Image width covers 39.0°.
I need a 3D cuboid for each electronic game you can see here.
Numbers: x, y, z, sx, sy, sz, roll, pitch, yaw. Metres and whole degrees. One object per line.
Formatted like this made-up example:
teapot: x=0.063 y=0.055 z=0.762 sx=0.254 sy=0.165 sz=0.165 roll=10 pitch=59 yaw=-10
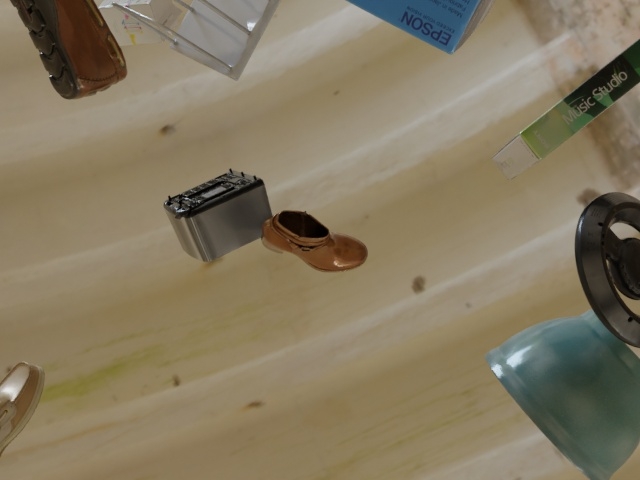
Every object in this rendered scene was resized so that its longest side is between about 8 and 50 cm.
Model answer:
electronic game: x=0.445 y=0.041 z=1.287 sx=0.229 sy=0.048 sz=0.229 roll=12 pitch=-112 yaw=-32

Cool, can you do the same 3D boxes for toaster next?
toaster: x=-0.195 y=-0.048 z=1.682 sx=0.168 sy=0.186 sz=0.110 roll=19 pitch=132 yaw=62

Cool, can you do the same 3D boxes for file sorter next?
file sorter: x=-0.176 y=-0.434 z=1.430 sx=0.173 sy=0.277 sz=0.193 roll=24 pitch=-174 yaw=-46

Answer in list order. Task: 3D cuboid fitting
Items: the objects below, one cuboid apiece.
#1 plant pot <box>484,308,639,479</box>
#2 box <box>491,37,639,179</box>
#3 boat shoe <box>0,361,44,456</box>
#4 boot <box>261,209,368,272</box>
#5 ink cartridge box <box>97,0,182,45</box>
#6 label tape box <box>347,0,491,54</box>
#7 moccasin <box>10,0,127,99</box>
plant pot: x=0.453 y=0.243 z=1.548 sx=0.293 sy=0.196 sz=0.293 roll=45 pitch=-171 yaw=-9
box: x=0.424 y=-0.225 z=1.413 sx=0.058 sy=0.322 sz=0.232 roll=50 pitch=178 yaw=3
boat shoe: x=-0.374 y=0.202 z=1.013 sx=0.059 sy=0.063 sz=0.170 roll=54 pitch=-132 yaw=-37
boot: x=0.000 y=0.000 z=1.505 sx=0.152 sy=0.197 sz=0.073 roll=135 pitch=142 yaw=-72
ink cartridge box: x=-0.367 y=-0.466 z=1.866 sx=0.092 sy=0.143 sz=0.090 roll=-70 pitch=-28 yaw=-45
label tape box: x=0.091 y=-0.337 z=1.021 sx=0.249 sy=0.115 sz=0.347 roll=28 pitch=-156 yaw=5
moccasin: x=-0.417 y=-0.419 z=1.435 sx=0.147 sy=0.139 sz=0.380 roll=-34 pitch=-73 yaw=-34
